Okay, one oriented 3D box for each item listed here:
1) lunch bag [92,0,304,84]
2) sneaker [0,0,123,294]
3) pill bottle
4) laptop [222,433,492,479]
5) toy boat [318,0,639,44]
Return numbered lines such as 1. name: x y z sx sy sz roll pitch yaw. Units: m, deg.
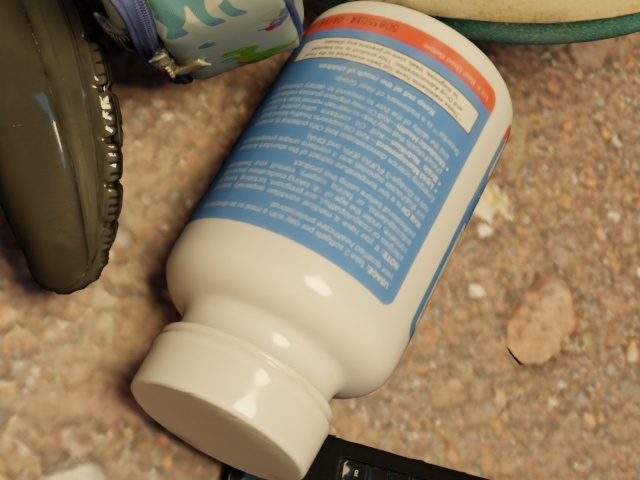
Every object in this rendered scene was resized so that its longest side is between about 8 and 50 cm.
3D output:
1. lunch bag: -0.074 -0.185 0.530 0.090 0.176 0.218 -17 90 1
2. sneaker: -0.170 -0.108 0.528 0.130 0.109 0.286 -18 91 -11
3. pill bottle: 0.000 0.000 0.575 0.124 0.124 0.221 38 63 -17
4. laptop: 0.077 0.223 0.561 0.264 0.137 0.234 20 70 -24
5. toy boat: 0.140 -0.212 0.668 0.148 0.268 0.318 75 33 -45
